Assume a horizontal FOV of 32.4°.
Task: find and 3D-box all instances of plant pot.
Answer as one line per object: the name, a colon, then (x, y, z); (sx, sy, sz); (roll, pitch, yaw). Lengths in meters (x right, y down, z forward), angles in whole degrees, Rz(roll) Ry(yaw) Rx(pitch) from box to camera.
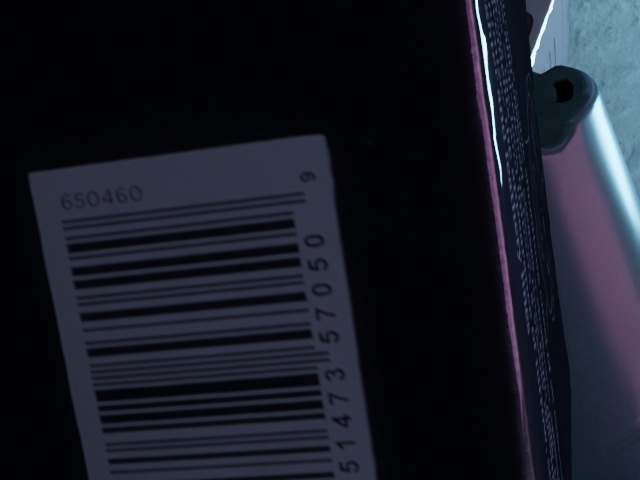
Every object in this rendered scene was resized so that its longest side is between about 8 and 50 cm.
plant pot: (0.149, 0.050, 0.945); (0.341, 0.341, 0.334); (-70, 142, -62)

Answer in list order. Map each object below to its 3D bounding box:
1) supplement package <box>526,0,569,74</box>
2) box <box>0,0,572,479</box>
supplement package: (0.167, -0.173, 1.135); (0.134, 0.139, 0.244); (77, 28, -43)
box: (0.000, 0.000, 0.526); (0.395, 0.212, 0.294); (-40, 122, -73)
